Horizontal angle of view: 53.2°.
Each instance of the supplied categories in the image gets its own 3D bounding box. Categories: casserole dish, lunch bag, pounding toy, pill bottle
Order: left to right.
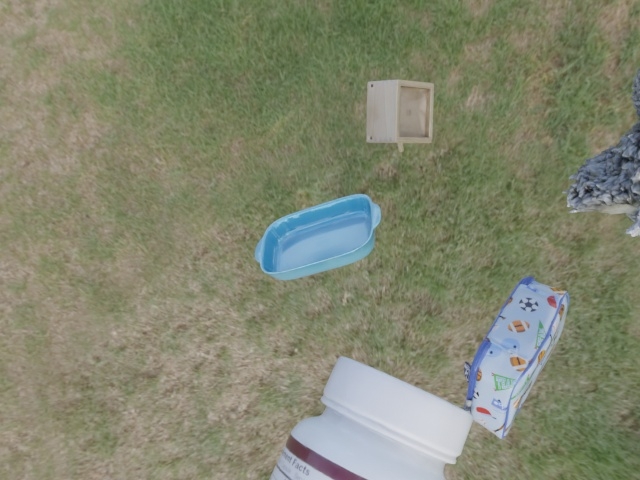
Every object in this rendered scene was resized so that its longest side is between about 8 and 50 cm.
[{"bbox_3d":[0.000,0.000,0.883,0.188,0.037,0.114,-17,42,18],"label":"casserole dish"},{"bbox_3d":[0.029,0.360,0.795,0.224,0.224,0.392,23,80,11],"label":"pill bottle"},{"bbox_3d":[0.148,-0.229,1.202,0.100,0.141,0.130,10,103,45],"label":"pounding toy"},{"bbox_3d":[0.389,0.239,1.286,0.115,0.243,0.303,26,53,28],"label":"lunch bag"}]

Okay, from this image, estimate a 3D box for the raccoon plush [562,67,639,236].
[{"bbox_3d":[0.333,-0.091,0.393,0.299,0.446,0.216,36,73,27],"label":"raccoon plush"}]
